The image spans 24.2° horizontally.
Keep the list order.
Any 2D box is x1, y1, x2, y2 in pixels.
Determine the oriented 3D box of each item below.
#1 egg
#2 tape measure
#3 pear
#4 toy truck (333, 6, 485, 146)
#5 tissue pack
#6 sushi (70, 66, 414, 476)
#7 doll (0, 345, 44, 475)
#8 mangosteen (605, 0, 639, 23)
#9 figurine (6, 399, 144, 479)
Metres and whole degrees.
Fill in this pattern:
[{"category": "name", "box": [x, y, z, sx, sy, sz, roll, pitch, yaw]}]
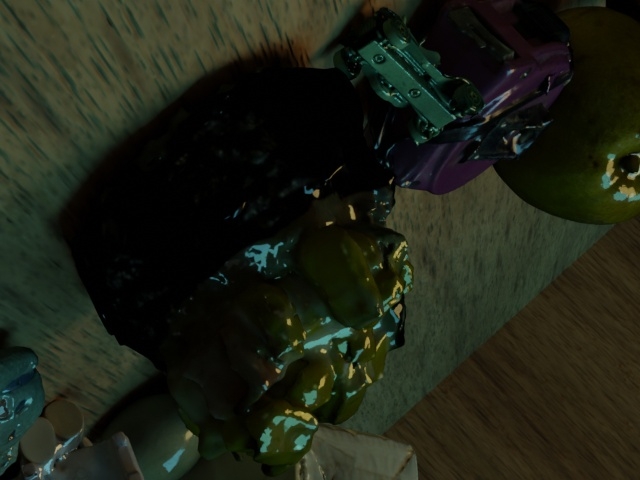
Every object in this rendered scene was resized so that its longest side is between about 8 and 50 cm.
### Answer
[{"category": "egg", "box": [-0.209, 0.254, 1.885, 0.152, 0.114, 0.114, -29, 165, -1]}, {"category": "tape measure", "box": [0.159, -0.155, 1.622, 0.245, 0.149, 0.231, -24, 155, -50]}, {"category": "pear", "box": [0.320, -0.150, 1.811, 0.269, 0.269, 0.321, -45, -154, 7]}, {"category": "toy truck", "box": [0.087, -0.168, 1.465, 0.080, 0.154, 0.078, -30, -141, 32]}, {"category": "tissue pack", "box": [-0.090, 0.379, 2.004, 0.380, 0.207, 0.297, -18, 157, 33]}, {"category": "sushi", "box": [-0.038, 0.036, 1.383, 0.328, 0.285, 0.328, -40, 165, -16]}, {"category": "doll", "box": [-0.315, 0.161, 1.440, 0.103, 0.071, 0.214, -43, 161, -32]}, {"category": "mangosteen", "box": [0.461, -0.323, 1.866, 0.215, 0.215, 0.257, -41, 147, -6]}, {"category": "figurine", "box": [-0.297, 0.298, 1.742, 0.182, 0.144, 0.257, -38, 168, -28]}]
